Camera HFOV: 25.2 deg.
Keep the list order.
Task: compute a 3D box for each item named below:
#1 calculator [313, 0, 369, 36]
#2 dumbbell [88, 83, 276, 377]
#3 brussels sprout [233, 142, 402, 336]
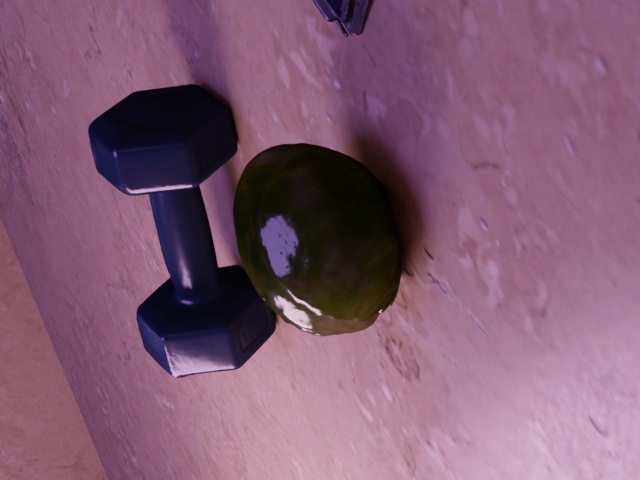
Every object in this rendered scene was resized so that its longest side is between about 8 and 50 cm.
[{"bbox_3d":[0.004,-0.279,1.073,0.165,0.028,0.274,58,160,16],"label":"calculator"},{"bbox_3d":[-0.151,-0.008,1.595,0.144,0.160,0.324,-91,-9,-58],"label":"dumbbell"},{"bbox_3d":[-0.002,0.004,1.231,0.161,0.144,0.180,-1,136,48],"label":"brussels sprout"}]
